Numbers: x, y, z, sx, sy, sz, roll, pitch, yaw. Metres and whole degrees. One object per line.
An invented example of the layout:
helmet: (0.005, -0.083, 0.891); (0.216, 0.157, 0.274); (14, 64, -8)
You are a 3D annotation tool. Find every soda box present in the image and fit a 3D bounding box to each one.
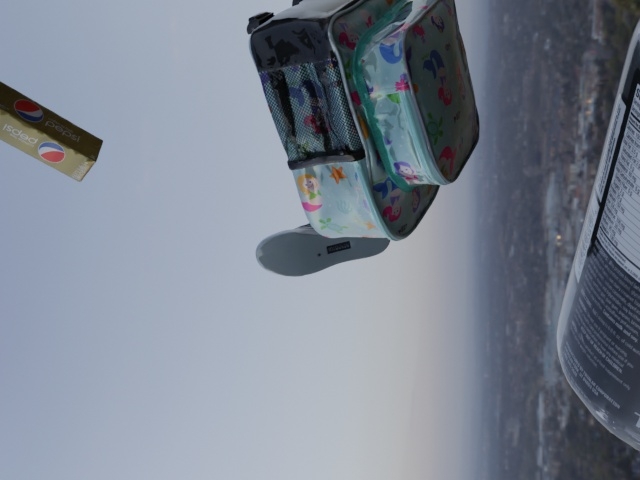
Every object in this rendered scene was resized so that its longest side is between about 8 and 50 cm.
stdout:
soda box: (-0.443, -0.171, 1.025); (0.181, 0.058, 0.061); (32, -145, -28)

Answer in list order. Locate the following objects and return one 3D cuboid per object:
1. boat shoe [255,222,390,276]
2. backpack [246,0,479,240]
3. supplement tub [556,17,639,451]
boat shoe: (0.000, 0.000, 0.894); (0.083, 0.183, 0.065); (-113, 16, -68)
backpack: (0.058, -0.129, 0.678); (0.225, 0.191, 0.254); (-51, -43, -48)
supplement tub: (0.277, -0.026, 0.394); (0.207, 0.207, 0.338); (-72, -16, -49)
